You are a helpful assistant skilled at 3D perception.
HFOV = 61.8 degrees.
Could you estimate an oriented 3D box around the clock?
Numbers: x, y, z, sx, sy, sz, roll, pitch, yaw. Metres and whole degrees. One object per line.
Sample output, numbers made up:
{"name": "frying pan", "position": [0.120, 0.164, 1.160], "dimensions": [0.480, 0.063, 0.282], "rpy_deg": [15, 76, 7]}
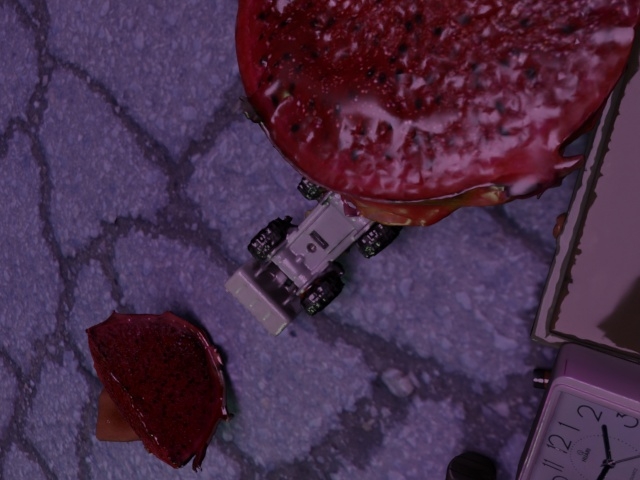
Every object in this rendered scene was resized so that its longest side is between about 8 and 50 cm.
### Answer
{"name": "clock", "position": [0.290, 0.217, 0.535], "dimensions": [0.150, 0.063, 0.197], "rpy_deg": [18, 121, 23]}

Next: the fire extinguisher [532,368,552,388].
{"name": "fire extinguisher", "position": [0.280, 0.157, 0.591], "dimensions": [0.083, 0.028, 0.022], "rpy_deg": [1, 63, 31]}

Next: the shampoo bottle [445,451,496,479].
{"name": "shampoo bottle", "position": [0.167, 0.378, 0.644], "dimensions": [0.056, 0.086, 0.227], "rpy_deg": [10, 101, 28]}

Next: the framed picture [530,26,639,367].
{"name": "framed picture", "position": [0.409, -0.066, 0.471], "dimensions": [0.326, 0.028, 0.446], "rpy_deg": [17, 103, 21]}

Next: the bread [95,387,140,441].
{"name": "bread", "position": [-0.325, 0.298, 0.934], "dimensions": [0.192, 0.067, 0.119], "rpy_deg": [-10, 98, 32]}

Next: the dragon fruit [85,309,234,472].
{"name": "dragon fruit", "position": [-0.241, 0.227, 0.858], "dimensions": [0.274, 0.161, 0.126], "rpy_deg": [53, 146, 6]}

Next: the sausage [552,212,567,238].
{"name": "sausage", "position": [0.291, -0.007, 0.564], "dimensions": [0.083, 0.034, 0.034], "rpy_deg": [14, 102, 27]}

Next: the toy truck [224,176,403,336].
{"name": "toy truck", "position": [0.000, 0.000, 0.692], "dimensions": [0.136, 0.111, 0.286], "rpy_deg": [46, 118, 1]}

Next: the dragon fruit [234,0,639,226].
{"name": "dragon fruit", "position": [0.120, -0.195, 0.514], "dimensions": [0.371, 0.249, 0.386], "rpy_deg": [-31, 72, 23]}
